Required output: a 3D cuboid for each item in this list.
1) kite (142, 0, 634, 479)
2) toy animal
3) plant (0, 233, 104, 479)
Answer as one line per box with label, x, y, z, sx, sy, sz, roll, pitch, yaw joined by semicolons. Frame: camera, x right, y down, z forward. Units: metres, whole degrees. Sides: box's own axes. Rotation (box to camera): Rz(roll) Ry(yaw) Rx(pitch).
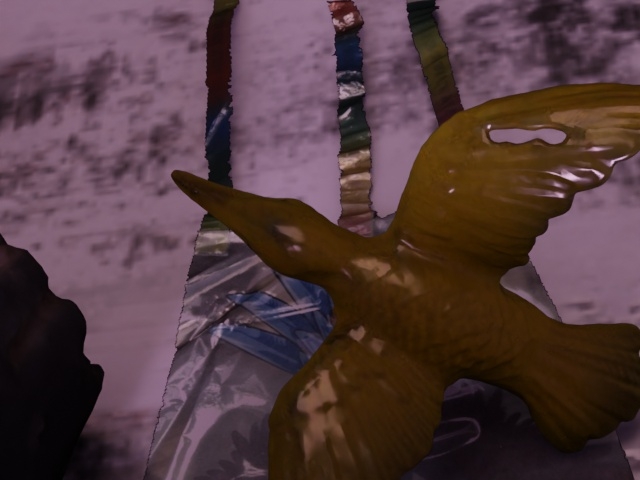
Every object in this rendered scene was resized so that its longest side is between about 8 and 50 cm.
kite;0.000;-0.001;0.665;0.169;0.015;0.310;-14;49;3
toy animal;0.023;0.023;0.577;0.155;0.095;0.219;31;96;28
plant;-0.180;0.097;0.543;0.164;0.142;0.256;20;54;26
